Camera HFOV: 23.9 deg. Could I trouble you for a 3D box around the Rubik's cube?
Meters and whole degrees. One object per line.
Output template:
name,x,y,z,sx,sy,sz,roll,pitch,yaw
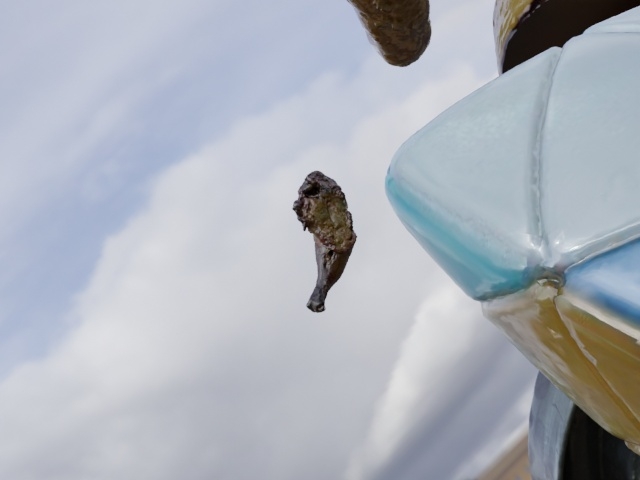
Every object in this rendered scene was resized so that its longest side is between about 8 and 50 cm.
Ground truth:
Rubik's cube,0.195,0.005,0.536,0.254,0.254,0.254,-41,-15,-14

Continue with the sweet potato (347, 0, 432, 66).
sweet potato,0.037,-0.277,1.299,0.106,0.095,0.354,-34,-40,-23

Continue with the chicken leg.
chicken leg,0.004,0.000,1.491,0.062,0.145,0.037,-3,-15,-28

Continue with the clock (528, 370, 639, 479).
clock,0.344,0.132,1.194,0.386,0.386,0.076,-45,29,2

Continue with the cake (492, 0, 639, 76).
cake,0.255,-0.188,1.308,0.178,0.208,0.185,-68,-26,-46
